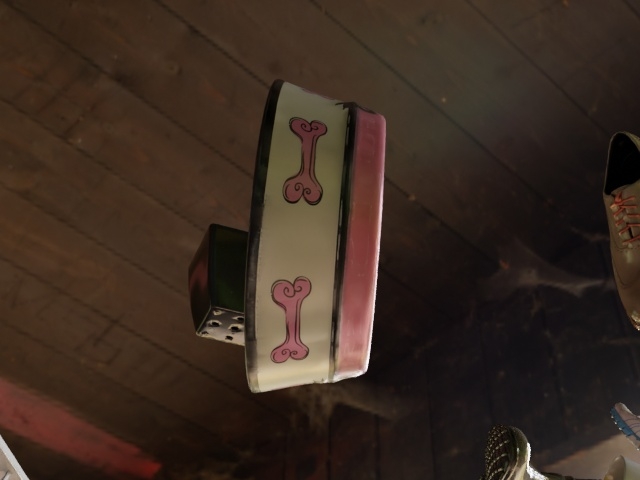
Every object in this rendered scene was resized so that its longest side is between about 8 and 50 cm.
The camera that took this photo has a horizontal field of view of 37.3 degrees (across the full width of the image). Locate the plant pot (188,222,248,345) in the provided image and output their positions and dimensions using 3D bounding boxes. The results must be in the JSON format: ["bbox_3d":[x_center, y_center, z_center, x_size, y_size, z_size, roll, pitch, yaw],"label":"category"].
[{"bbox_3d":[-0.159,0.103,1.865,0.188,0.167,0.187,14,-35,-16],"label":"plant pot"}]

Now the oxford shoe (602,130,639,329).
[{"bbox_3d":[0.503,-0.021,1.531,0.123,0.348,0.130,-26,-46,38],"label":"oxford shoe"}]

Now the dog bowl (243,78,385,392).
[{"bbox_3d":[0.000,0.000,1.238,0.150,0.408,0.408,4,-47,3],"label":"dog bowl"}]

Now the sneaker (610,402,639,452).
[{"bbox_3d":[0.556,0.324,1.569,0.083,0.190,0.071,-43,-58,7],"label":"sneaker"}]

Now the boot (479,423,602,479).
[{"bbox_3d":[0.295,0.315,1.238,0.161,0.083,0.246,2,-38,4],"label":"boot"}]

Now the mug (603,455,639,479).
[{"bbox_3d":[0.295,0.239,0.871,0.064,0.062,0.078,17,-25,4],"label":"mug"}]

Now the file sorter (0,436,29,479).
[{"bbox_3d":[-0.533,0.321,1.236,0.193,0.173,0.277,-26,-76,6],"label":"file sorter"}]
